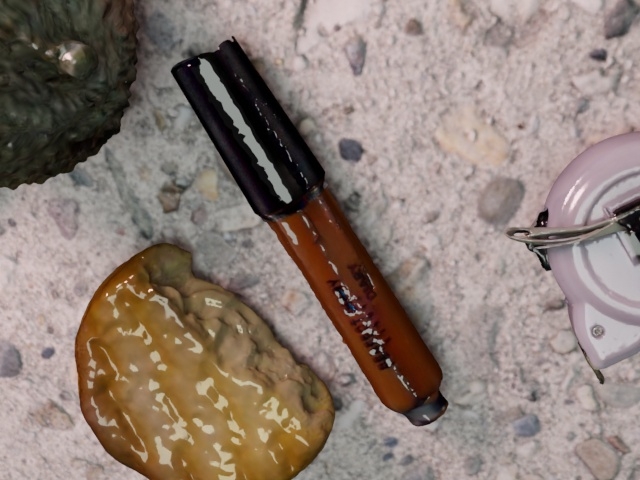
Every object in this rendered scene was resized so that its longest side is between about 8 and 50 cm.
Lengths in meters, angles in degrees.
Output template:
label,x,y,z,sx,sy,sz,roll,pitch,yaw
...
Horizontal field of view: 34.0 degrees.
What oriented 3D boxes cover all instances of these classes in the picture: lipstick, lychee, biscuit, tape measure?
label,x,y,z,sx,sy,sz,roll,pitch,yaw
lipstick,0.000,0.000,0.989,0.077,0.077,0.418,-28,104,20
lychee,-0.291,-0.171,0.906,0.274,0.255,0.255,13,117,42
biscuit,-0.134,0.146,1.065,0.213,0.091,0.274,-38,101,19
tape measure,0.273,-0.001,0.896,0.196,0.105,0.178,-35,90,11

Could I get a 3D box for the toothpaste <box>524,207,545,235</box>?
label,x,y,z,sx,sy,sz,roll,pitch,yaw
toothpaste,0.280,0.029,0.965,0.190,0.031,0.048,34,110,1
